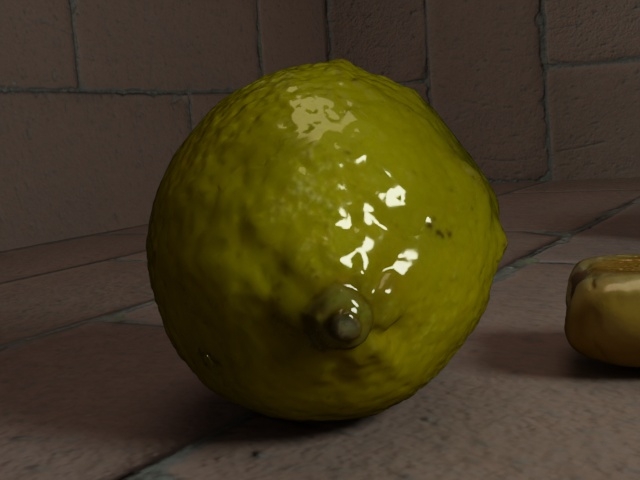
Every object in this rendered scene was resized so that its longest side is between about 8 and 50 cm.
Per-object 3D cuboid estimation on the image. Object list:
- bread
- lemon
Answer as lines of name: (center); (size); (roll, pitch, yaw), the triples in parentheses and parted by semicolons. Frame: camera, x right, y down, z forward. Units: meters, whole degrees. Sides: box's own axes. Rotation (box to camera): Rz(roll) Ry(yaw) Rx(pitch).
bread: (0.350, 0.054, 0.659); (0.305, 0.091, 0.142); (-2, 14, 15)
lemon: (0.000, 0.000, 0.629); (0.268, 0.268, 0.322); (-5, 3, -6)
